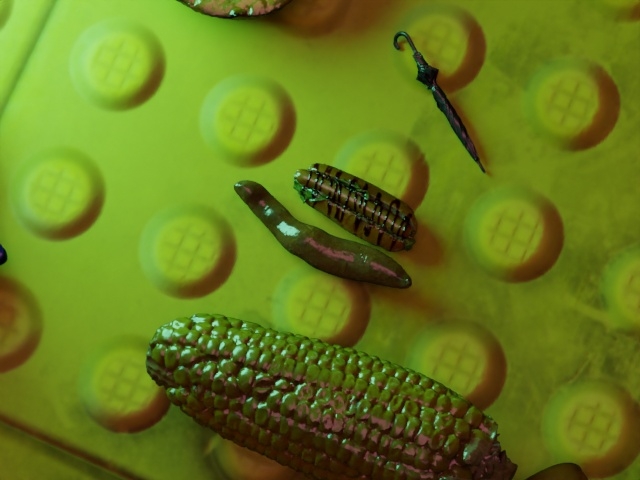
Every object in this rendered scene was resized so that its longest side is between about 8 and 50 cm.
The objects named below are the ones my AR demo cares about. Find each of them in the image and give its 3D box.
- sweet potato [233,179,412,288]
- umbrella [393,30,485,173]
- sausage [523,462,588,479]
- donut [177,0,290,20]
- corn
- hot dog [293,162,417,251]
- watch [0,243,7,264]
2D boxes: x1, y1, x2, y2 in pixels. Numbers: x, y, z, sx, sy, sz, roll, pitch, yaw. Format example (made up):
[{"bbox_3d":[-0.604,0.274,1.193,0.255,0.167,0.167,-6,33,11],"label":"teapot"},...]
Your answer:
[{"bbox_3d":[-0.002,0.003,1.444,0.179,0.044,0.044,27,83,11],"label":"sweet potato"},{"bbox_3d":[0.109,-0.125,1.471,0.022,0.022,0.148,-41,79,38],"label":"umbrella"},{"bbox_3d":[0.148,0.255,1.382,0.198,0.076,0.076,-29,81,-3],"label":"sausage"},{"bbox_3d":[-0.085,-0.274,1.474,0.184,0.073,0.166,23,82,5],"label":"donut"},{"bbox_3d":[0.008,0.143,1.385,0.322,0.119,0.119,23,83,5],"label":"corn"},{"bbox_3d":[0.031,-0.031,1.450,0.122,0.037,0.049,27,80,4],"label":"hot dog"},{"bbox_3d":[-0.374,-0.033,1.385,0.171,0.200,0.196,-15,84,3],"label":"watch"}]
